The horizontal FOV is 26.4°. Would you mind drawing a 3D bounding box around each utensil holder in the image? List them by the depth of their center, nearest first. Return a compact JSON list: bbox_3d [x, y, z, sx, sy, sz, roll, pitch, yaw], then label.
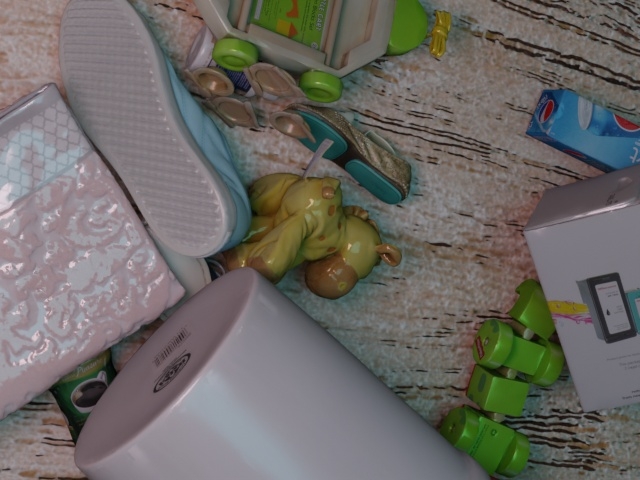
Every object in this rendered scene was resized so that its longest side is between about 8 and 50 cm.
[{"bbox_3d":[-0.045,0.268,1.593,0.385,0.327,0.327,44,81,-16],"label":"utensil holder"}]

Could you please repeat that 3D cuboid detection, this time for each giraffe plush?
[{"bbox_3d":[0.000,0.000,1.744,0.210,0.181,0.170,-45,121,8],"label":"giraffe plush"}]

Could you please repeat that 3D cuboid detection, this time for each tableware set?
[{"bbox_3d":[-0.084,-0.173,1.683,0.141,0.169,0.020,55,49,-51],"label":"tableware set"}]

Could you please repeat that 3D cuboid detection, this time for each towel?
[{"bbox_3d":[-0.366,0.027,1.577,0.332,0.053,0.317,-33,109,-14],"label":"towel"}]

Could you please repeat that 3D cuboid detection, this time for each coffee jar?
[{"bbox_3d":[-0.284,0.197,1.703,0.096,0.079,0.184,-26,104,-12],"label":"coffee jar"}]

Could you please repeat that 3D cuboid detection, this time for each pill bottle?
[{"bbox_3d":[-0.105,-0.222,1.730,0.120,0.067,0.067,22,88,-20],"label":"pill bottle"}]

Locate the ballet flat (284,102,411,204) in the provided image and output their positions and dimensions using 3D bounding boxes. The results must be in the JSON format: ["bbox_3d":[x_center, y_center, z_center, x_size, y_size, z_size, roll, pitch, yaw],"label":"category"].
[{"bbox_3d":[0.039,-0.128,1.801,0.206,0.073,0.067,39,55,-21],"label":"ballet flat"}]

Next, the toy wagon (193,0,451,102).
[{"bbox_3d":[0.004,-0.308,1.728,0.344,0.068,0.267,19,71,-22],"label":"toy wagon"}]

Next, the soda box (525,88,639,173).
[{"bbox_3d":[0.399,-0.140,1.917,0.210,0.067,0.071,23,88,-21],"label":"soda box"}]

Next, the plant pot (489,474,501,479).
[{"bbox_3d":[0.205,0.426,1.769,0.243,0.275,0.275,36,83,-14],"label":"plant pot"}]

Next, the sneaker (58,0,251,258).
[{"bbox_3d":[-0.201,-0.141,1.685,0.135,0.150,0.366,-27,83,16],"label":"sneaker"}]

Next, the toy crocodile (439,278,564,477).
[{"bbox_3d":[0.241,0.216,1.888,0.115,0.105,0.340,20,93,-21],"label":"toy crocodile"}]

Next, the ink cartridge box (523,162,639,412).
[{"bbox_3d":[0.419,0.055,1.836,0.197,0.198,0.270,-15,103,23],"label":"ink cartridge box"}]

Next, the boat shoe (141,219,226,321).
[{"bbox_3d":[-0.155,0.073,1.732,0.095,0.079,0.254,-39,105,5],"label":"boat shoe"}]
